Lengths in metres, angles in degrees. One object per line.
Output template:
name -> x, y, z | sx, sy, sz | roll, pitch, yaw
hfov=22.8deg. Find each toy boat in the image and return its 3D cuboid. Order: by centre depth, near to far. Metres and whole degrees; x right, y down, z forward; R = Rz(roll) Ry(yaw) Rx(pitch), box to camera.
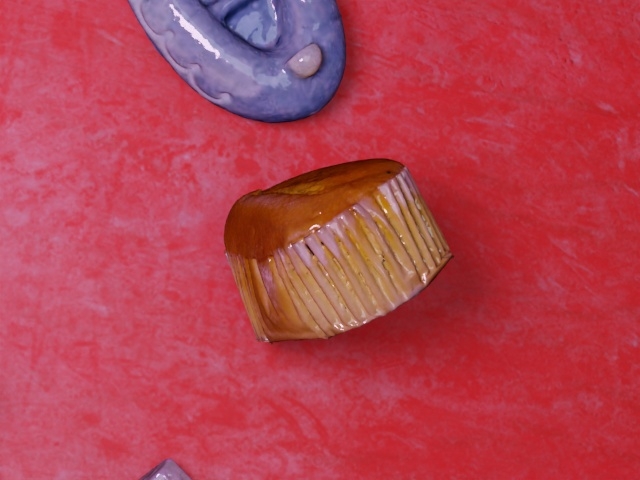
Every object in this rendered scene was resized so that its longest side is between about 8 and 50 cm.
toy boat -> -0.095, -0.284, 1.824 | 0.215, 0.123, 0.330 | -34, 96, -18

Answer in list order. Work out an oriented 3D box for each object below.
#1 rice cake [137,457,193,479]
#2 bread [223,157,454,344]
rice cake -> -0.288, 0.374, 1.757 | 0.365, 0.056, 0.072 | -37, 98, -16
bread -> 0.000, 0.000, 1.752 | 0.204, 0.288, 0.156 | -33, 102, -21
